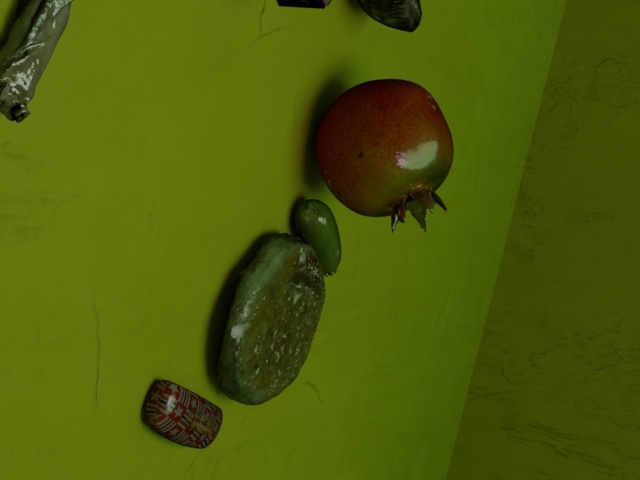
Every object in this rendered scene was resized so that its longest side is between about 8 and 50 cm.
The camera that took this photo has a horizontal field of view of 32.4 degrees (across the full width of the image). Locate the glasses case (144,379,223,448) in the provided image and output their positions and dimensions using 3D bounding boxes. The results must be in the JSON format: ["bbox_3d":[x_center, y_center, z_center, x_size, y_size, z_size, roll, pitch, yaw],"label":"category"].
[{"bbox_3d":[-0.185,0.249,1.536,0.073,0.049,0.194,-69,157,-13],"label":"glasses case"}]

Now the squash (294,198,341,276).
[{"bbox_3d":[0.000,0.000,1.802,0.201,0.066,0.066,74,38,-57],"label":"squash"}]

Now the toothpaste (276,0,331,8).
[{"bbox_3d":[-0.064,-0.412,1.291,0.066,0.076,0.320,-61,145,-28],"label":"toothpaste"}]

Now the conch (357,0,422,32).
[{"bbox_3d":[0.111,-0.434,1.717,0.187,0.124,0.182,113,-12,-77],"label":"conch"}]

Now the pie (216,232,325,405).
[{"bbox_3d":[-0.081,0.125,1.685,0.277,0.078,0.277,-38,136,-49],"label":"pie"}]

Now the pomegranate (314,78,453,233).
[{"bbox_3d":[0.107,-0.130,1.730,0.220,0.257,0.221,-25,157,-12],"label":"pomegranate"}]

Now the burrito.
[{"bbox_3d":[-0.272,-0.198,1.054,0.171,0.042,0.051,-66,157,-12],"label":"burrito"}]
